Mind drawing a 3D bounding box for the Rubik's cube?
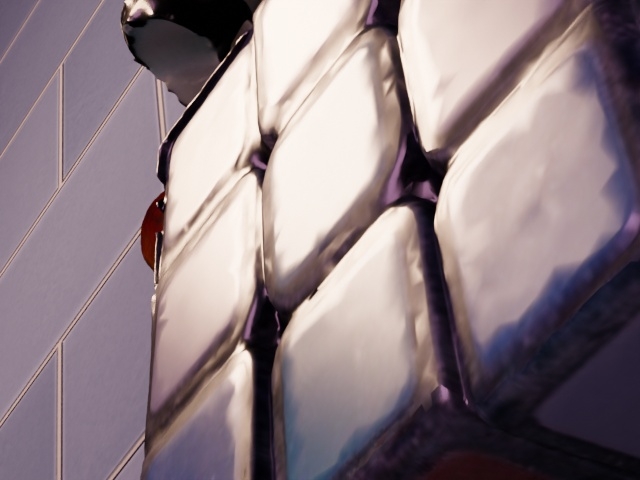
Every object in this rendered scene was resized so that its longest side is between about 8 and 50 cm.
[{"bbox_3d":[0.145,0.025,0.763,0.359,0.363,0.362,-52,27,35],"label":"Rubik's cube"}]

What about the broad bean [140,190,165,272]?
[{"bbox_3d":[-0.136,-0.012,1.686,0.114,0.084,0.165,-44,21,4],"label":"broad bean"}]

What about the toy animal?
[{"bbox_3d":[-0.128,-0.256,1.831,0.166,0.138,0.179,72,-143,-59],"label":"toy animal"}]

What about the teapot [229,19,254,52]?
[{"bbox_3d":[-0.050,-0.138,1.631,0.177,0.087,0.096,-61,29,8],"label":"teapot"}]
